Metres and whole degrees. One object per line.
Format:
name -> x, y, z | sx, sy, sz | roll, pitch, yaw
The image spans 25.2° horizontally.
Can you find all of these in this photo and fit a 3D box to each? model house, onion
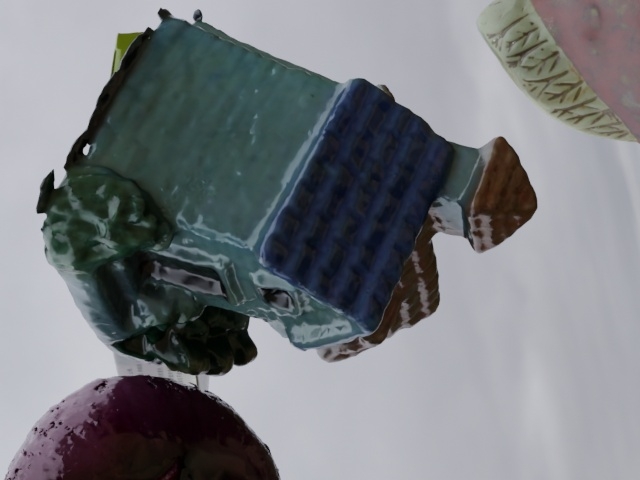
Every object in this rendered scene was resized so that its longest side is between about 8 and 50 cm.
model house -> 0.000, 0.000, 0.521 | 0.148, 0.148, 0.119 | 74, -145, -58
onion -> -0.065, 0.109, 0.534 | 0.104, 0.115, 0.115 | 18, 129, 67

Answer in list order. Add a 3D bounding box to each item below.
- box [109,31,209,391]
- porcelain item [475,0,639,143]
box -> -0.111, 0.002, 1.012 | 0.260, 0.062, 0.175 | 90, -179, -57
porcelain item -> 0.197, -0.179, 0.822 | 0.253, 0.253, 0.253 | -15, -90, -75
